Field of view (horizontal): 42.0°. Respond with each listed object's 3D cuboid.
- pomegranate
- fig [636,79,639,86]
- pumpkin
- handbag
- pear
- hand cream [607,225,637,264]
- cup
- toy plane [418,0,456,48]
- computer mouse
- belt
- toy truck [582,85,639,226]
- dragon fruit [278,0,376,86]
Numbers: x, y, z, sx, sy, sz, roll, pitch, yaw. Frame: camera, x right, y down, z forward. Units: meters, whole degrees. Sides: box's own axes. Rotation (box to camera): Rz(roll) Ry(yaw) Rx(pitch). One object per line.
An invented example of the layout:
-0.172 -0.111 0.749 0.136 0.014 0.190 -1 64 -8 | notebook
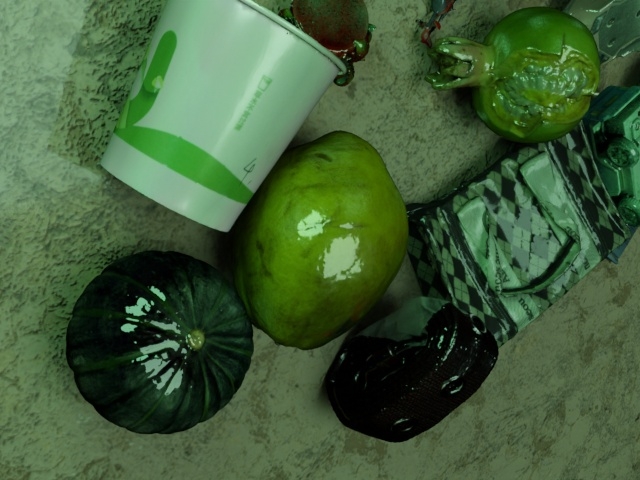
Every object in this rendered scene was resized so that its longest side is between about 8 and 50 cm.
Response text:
0.320 -0.282 1.401 0.301 0.236 0.236 6 101 -12 | pomegranate
0.750 -0.294 1.716 0.207 0.207 0.230 -4 101 -37 | fig
-0.214 0.136 1.114 0.249 0.216 0.250 7 70 -21 | pumpkin
0.349 -0.022 1.529 0.416 0.180 0.317 -37 115 -17 | handbag
0.000 0.000 1.195 0.269 0.269 0.321 30 77 -39 | pear
0.700 -0.070 1.847 0.088 0.055 0.256 31 86 -47 | hand cream
-0.134 -0.170 1.067 0.253 0.253 0.274 25 97 -40 | cup
0.199 -0.387 1.374 0.060 0.037 0.145 41 74 -48 | toy plane
0.550 -0.439 1.581 0.389 0.115 0.199 -32 139 -3 | computer mouse
0.159 0.217 1.398 0.289 0.184 0.164 -39 130 25 | belt
0.616 -0.167 1.680 0.155 0.156 0.279 -40 129 -21 | toy truck
0.008 -0.296 1.211 0.138 0.142 0.175 -9 143 -9 | dragon fruit
